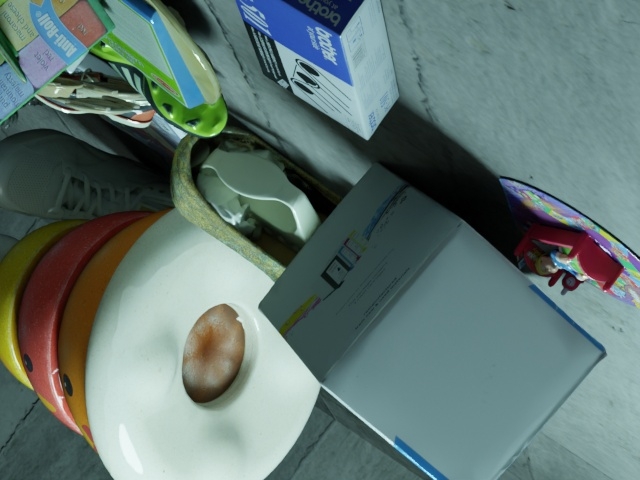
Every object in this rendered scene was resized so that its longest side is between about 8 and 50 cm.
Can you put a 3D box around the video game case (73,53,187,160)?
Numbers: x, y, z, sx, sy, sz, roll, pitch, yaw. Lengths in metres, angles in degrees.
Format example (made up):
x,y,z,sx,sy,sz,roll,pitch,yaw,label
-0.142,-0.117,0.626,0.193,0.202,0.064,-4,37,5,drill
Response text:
x,y,z,sx,sy,sz,roll,pitch,yaw,label
-0.199,-0.139,2.142,0.201,0.023,0.183,31,169,29,video game case

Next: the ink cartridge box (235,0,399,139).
x,y,z,sx,sy,sz,roll,pitch,yaw,label
-0.003,-0.143,1.369,0.097,0.046,0.207,33,170,14,ink cartridge box

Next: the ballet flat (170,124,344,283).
x,y,z,sx,sy,sz,roll,pitch,yaw,label
0.000,0.000,1.878,0.348,0.123,0.123,33,170,17,ballet flat

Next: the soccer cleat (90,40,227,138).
x,y,z,sx,sy,sz,roll,pitch,yaw,label
-0.148,-0.154,1.813,0.179,0.060,0.072,39,-178,16,soccer cleat

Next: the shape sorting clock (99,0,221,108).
x,y,z,sx,sy,sz,roll,pitch,yaw,label
-0.158,-0.193,1.676,0.206,0.040,0.206,42,165,14,shape sorting clock

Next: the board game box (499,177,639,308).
x,y,z,sx,sy,sz,roll,pitch,yaw,label
0.188,0.017,1.506,0.133,0.033,0.169,32,170,22,board game box

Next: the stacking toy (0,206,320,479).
x,y,z,sx,sy,sz,roll,pitch,yaw,label
-0.259,0.090,2.264,0.480,0.350,0.350,12,157,42,stacking toy

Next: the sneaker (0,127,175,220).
x,y,z,sx,sy,sz,roll,pitch,yaw,label
-0.252,-0.054,2.364,0.169,0.108,0.292,25,-168,37,sneaker

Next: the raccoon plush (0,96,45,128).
x,y,z,sx,sy,sz,roll,pitch,yaw,label
-0.443,-0.137,2.351,0.299,0.216,0.446,31,157,18,raccoon plush

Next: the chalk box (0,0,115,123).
x,y,z,sx,sy,sz,roll,pitch,yaw,label
-0.309,-0.203,1.648,0.289,0.179,0.180,27,155,54,chalk box

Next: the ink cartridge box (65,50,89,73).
x,y,z,sx,sy,sz,roll,pitch,yaw,label
-0.368,-0.289,1.901,0.332,0.065,0.165,42,169,-29,ink cartridge box

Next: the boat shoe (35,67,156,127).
x,y,z,sx,sy,sz,roll,pitch,yaw,label
-0.224,-0.150,1.984,0.137,0.043,0.049,14,-137,-21,boat shoe

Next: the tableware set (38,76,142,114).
x,y,z,sx,sy,sz,roll,pitch,yaw,label
-0.199,-0.140,1.875,0.141,0.020,0.168,17,-165,39,tableware set

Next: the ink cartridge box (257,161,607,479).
x,y,z,sx,sy,sz,roll,pitch,yaw,label
0.082,0.070,1.615,0.171,0.168,0.233,40,-179,-19,ink cartridge box
